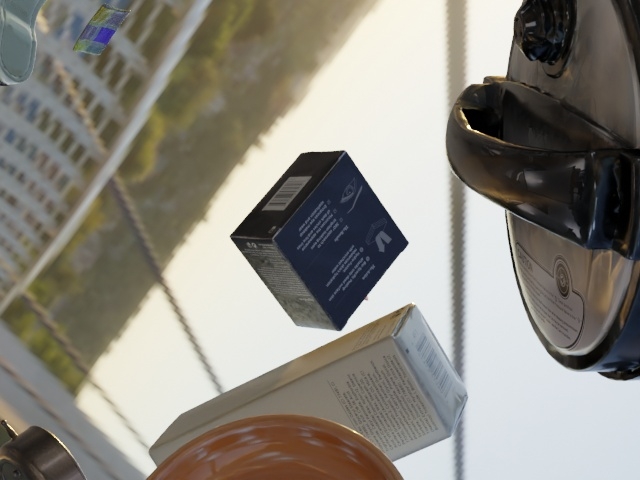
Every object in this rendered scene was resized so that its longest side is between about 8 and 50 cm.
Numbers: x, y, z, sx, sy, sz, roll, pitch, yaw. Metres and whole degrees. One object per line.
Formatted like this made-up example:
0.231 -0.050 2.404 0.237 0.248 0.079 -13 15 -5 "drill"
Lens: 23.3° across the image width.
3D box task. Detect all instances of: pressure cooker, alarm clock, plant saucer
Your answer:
0.313 -0.072 1.245 0.370 0.420 0.376 110 -25 -60 "pressure cooker"
-0.312 0.292 1.811 0.064 0.192 0.129 -36 132 -34 "alarm clock"
-0.033 0.201 0.948 0.200 0.200 0.037 -56 149 -23 "plant saucer"

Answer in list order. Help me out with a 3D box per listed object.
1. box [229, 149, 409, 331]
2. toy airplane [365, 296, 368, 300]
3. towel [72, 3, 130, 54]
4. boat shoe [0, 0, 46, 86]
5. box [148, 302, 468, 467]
0.000 0.000 1.882 0.093 0.158 0.156 1 -136 51 "box"
0.025 0.036 2.044 0.028 0.151 0.151 -61 -177 14 "toy airplane"
-0.304 -0.292 2.157 0.083 0.009 0.060 -50 156 18 "towel"
-0.359 -0.272 1.769 0.068 0.081 0.228 -13 -125 30 "boat shoe"
-0.011 0.169 1.424 0.275 0.113 0.094 -26 -170 23 "box"
